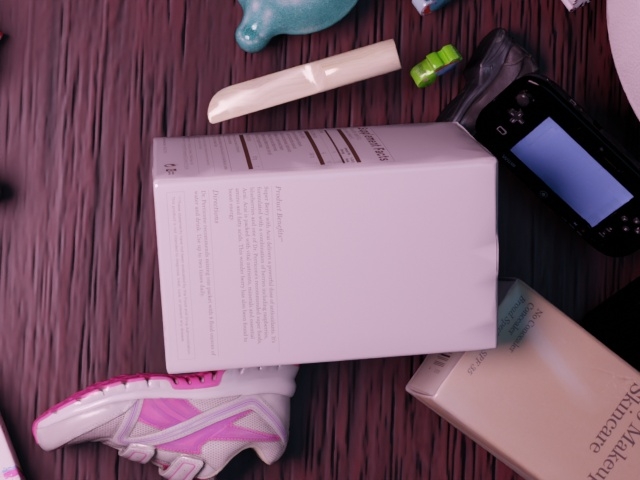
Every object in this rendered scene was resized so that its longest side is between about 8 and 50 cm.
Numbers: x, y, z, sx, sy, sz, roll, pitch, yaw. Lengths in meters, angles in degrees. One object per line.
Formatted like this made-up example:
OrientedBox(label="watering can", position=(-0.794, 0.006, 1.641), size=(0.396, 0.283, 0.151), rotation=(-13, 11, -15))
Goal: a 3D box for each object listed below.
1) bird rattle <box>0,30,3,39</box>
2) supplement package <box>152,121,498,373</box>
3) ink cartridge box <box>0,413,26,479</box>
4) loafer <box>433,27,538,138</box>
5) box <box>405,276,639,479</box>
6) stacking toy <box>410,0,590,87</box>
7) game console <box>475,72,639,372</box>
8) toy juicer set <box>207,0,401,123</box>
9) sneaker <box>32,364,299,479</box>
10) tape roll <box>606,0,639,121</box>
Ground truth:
OrientedBox(label="bird rattle", position=(-0.396, -0.112, 1.264), size=(0.207, 0.143, 0.253), rotation=(-8, 87, 7))
OrientedBox(label="supplement package", position=(0.000, 0.000, 1.271), size=(0.293, 0.175, 0.177), rotation=(-3, 106, -6))
OrientedBox(label="ink cartridge box", position=(-0.333, 0.220, 1.292), size=(0.115, 0.067, 0.198), rotation=(-19, 94, -10))
OrientedBox(label="loafer", position=(0.156, -0.124, 1.385), size=(0.061, 0.062, 0.170), rotation=(32, 85, -12))
OrientedBox(label="box", position=(0.254, 0.182, 1.362), size=(0.311, 0.121, 0.148), rotation=(36, 84, -7))
OrientedBox(label="stacking toy", position=(0.145, -0.263, 1.373), size=(0.221, 0.052, 0.167), rotation=(-30, 72, -2))
OrientedBox(label="game console", position=(0.290, -0.006, 1.345), size=(0.361, 0.213, 0.044), rotation=(43, 40, -4))
OrientedBox(label="toy juicer set", position=(0.015, -0.259, 1.337), size=(0.209, 0.089, 0.329), rotation=(5, 83, 8))
OrientedBox(label="sneaker", position=(-0.137, 0.176, 1.307), size=(0.252, 0.103, 0.111), rotation=(-7, 88, -9))
OrientedBox(label="tape roll", position=(0.467, -0.204, 1.382), size=(0.392, 0.072, 0.392), rotation=(5, 73, -17))
